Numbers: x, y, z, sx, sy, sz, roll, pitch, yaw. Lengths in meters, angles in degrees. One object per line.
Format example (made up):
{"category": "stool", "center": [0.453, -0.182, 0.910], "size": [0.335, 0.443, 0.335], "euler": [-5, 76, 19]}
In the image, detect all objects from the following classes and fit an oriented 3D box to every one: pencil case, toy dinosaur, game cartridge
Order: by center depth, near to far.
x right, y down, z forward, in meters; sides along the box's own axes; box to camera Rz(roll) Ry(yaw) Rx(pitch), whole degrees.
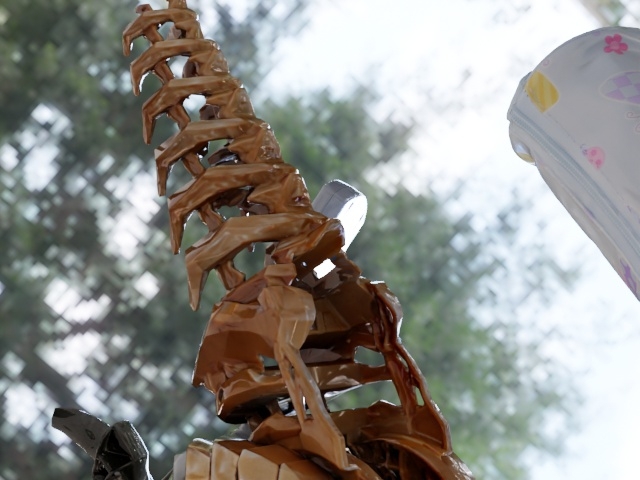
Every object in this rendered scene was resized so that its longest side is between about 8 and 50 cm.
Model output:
{"category": "toy dinosaur", "center": [-0.016, 0.103, 0.543], "size": [0.218, 0.164, 0.322], "euler": [-15, -120, 40]}
{"category": "game cartridge", "center": [0.000, 0.000, 0.856], "size": [0.056, 0.017, 0.083], "euler": [-53, 172, -1]}
{"category": "pencil case", "center": [0.217, -0.007, 1.129], "size": [0.124, 0.113, 0.273], "euler": [-18, -129, -16]}
